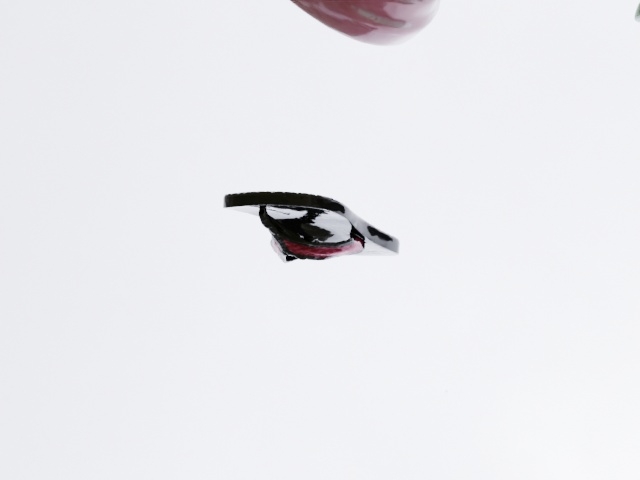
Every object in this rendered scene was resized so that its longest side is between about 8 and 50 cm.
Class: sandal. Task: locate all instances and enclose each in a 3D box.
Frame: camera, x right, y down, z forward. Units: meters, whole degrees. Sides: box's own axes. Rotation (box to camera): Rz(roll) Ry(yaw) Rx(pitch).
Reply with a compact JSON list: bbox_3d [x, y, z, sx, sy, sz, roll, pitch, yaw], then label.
[{"bbox_3d":[0.000,0.000,0.795,0.067,0.179,0.040,1,-102,33],"label":"sandal"}]

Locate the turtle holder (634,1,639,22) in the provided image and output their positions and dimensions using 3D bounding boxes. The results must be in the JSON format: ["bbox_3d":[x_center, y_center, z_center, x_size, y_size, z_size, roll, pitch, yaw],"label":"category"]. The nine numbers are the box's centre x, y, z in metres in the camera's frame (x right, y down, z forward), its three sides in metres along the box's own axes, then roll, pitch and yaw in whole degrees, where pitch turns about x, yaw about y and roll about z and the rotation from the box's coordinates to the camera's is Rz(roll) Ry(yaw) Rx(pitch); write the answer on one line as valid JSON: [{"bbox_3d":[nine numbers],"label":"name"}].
[{"bbox_3d":[0.440,-0.334,1.164,0.243,0.320,0.227,14,-88,24],"label":"turtle holder"}]

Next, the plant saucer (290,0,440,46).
[{"bbox_3d":[0.008,-0.329,1.010,0.084,0.332,0.332,-32,-101,32],"label":"plant saucer"}]
